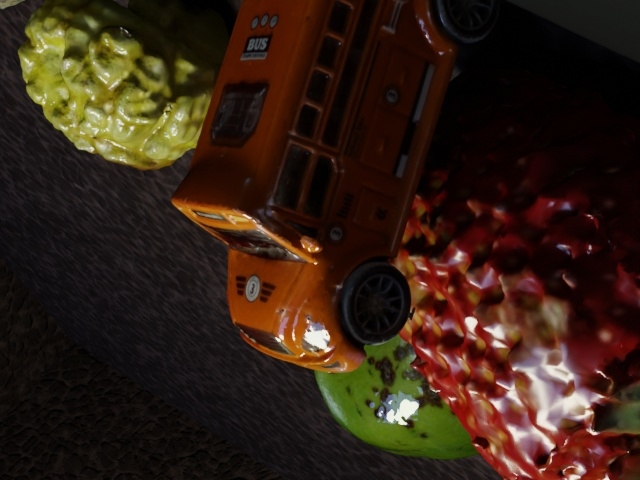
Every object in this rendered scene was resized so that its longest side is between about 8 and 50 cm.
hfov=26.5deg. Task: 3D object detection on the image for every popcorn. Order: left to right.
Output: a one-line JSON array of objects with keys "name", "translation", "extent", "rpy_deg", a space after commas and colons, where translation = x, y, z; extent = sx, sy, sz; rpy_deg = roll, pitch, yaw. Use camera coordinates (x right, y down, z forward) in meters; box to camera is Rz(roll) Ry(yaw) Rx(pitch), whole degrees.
[{"name": "popcorn", "translation": [-0.186, -0.170, 1.339], "extent": [0.218, 0.189, 0.169], "rpy_deg": [39, 128, 27]}]

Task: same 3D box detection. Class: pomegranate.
[{"name": "pomegranate", "translation": [0.111, 0.082, 1.285], "extent": [0.254, 0.254, 0.270], "rpy_deg": [23, 126, 42]}]

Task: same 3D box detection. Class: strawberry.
[{"name": "strawberry", "translation": [0.158, 0.033, 1.001], "extent": [0.343, 0.292, 0.292], "rpy_deg": [24, 156, 32]}]

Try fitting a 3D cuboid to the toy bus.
[{"name": "toy bus", "translation": [0.000, -0.080, 0.947], "extent": [0.153, 0.329, 0.143], "rpy_deg": [20, 176, -34]}]

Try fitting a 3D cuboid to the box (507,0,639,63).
[{"name": "box", "translation": [0.221, -0.165, 0.675], "extent": [0.289, 0.073, 0.290], "rpy_deg": [25, 159, 3]}]

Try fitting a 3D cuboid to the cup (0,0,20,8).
[{"name": "cup", "translation": [-0.277, -0.309, 1.248], "extent": [0.301, 0.227, 0.257], "rpy_deg": [14, -179, -13]}]
